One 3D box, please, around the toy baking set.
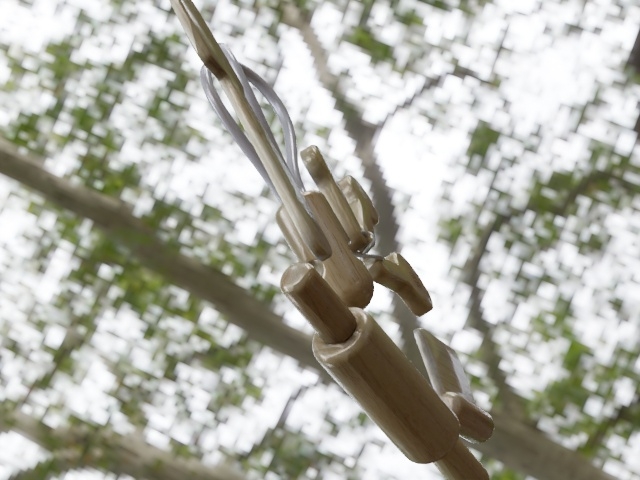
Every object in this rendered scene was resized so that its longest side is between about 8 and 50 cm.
[{"bbox_3d":[0.002,0.005,0.872,0.030,0.197,0.256,-33,-48,10],"label":"toy baking set"}]
